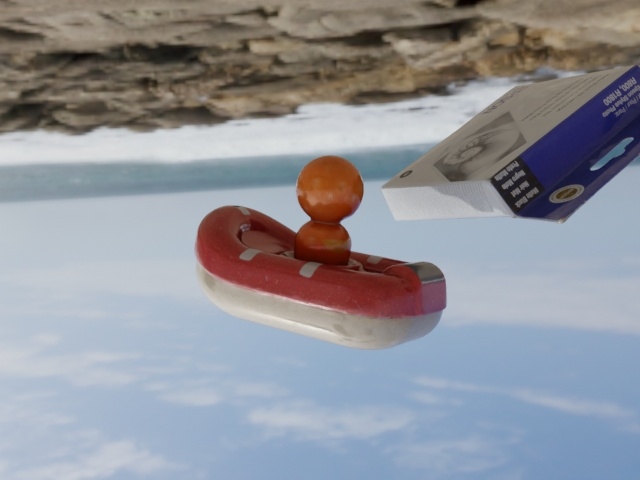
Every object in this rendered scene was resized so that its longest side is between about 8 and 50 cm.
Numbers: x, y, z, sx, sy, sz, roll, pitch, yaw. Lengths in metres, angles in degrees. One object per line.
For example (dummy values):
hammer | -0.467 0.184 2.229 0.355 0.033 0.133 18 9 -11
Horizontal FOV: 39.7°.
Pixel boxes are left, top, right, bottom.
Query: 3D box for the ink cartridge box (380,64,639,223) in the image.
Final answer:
ink cartridge box | 0.200 -0.092 0.828 0.223 0.045 0.224 -37 -160 -26

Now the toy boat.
toy boat | 0.000 0.000 0.778 0.231 0.151 0.151 12 -172 29
